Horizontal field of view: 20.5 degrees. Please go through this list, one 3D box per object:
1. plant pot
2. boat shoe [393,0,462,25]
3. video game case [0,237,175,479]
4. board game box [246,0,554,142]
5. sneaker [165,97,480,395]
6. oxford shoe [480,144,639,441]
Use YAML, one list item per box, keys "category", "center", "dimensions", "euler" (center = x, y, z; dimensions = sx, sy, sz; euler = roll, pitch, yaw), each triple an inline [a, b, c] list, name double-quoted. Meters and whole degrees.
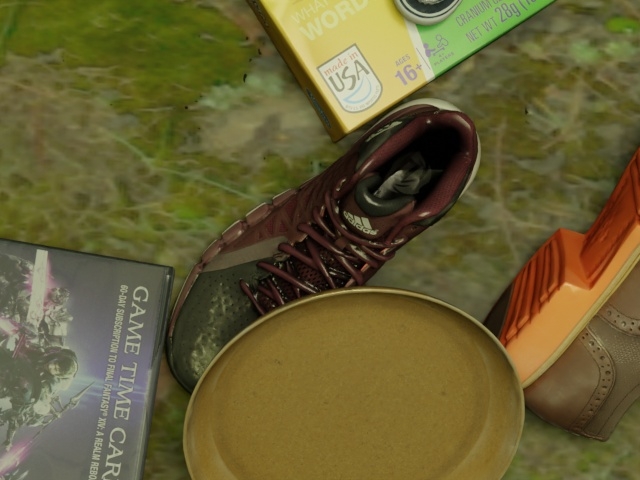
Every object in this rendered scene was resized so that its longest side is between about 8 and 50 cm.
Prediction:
- category: "plant pot"
  center: [0.022, 0.122, 1.222]
  dimensions: [0.236, 0.032, 0.236]
  euler: [-4, 125, -6]
- category: "boat shoe"
  center: [0.097, -0.240, 1.207]
  dimensions: [0.065, 0.083, 0.183]
  euler: [19, 85, -5]
- category: "video game case"
  center: [-0.249, 0.086, 1.214]
  dimensions: [0.274, 0.026, 0.196]
  euler: [10, 64, -7]
- category: "board game box"
  center: [0.028, -0.268, 1.277]
  dimensions: [0.242, 0.064, 0.316]
  euler: [-34, 91, -7]
- category: "sneaker"
  center: [0.000, 0.000, 1.208]
  dimensions: [0.106, 0.162, 0.281]
  euler: [44, 87, -1]
- category: "oxford shoe"
  center: [0.263, -0.003, 1.212]
  dimensions: [0.133, 0.130, 0.364]
  euler: [36, 121, -10]
